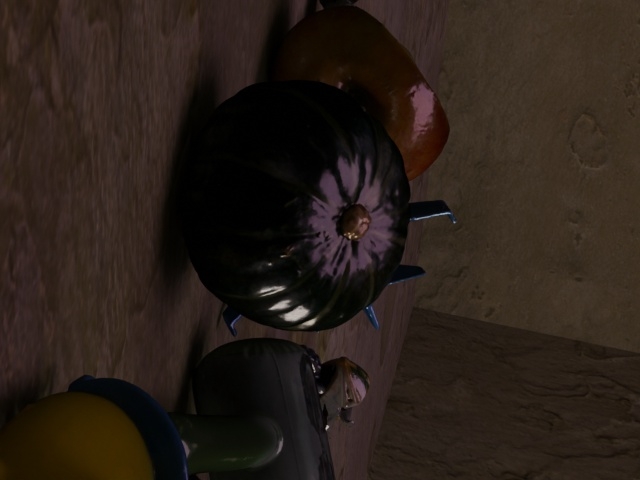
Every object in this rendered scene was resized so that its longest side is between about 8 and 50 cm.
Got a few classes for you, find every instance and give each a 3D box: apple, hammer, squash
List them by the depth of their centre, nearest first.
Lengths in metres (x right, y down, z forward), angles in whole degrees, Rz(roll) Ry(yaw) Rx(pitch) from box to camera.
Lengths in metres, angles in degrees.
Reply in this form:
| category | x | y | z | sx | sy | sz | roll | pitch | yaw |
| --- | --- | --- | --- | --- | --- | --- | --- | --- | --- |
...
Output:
| category | x | y | z | sx | sy | sz | roll | pitch | yaw |
| --- | --- | --- | --- | --- | --- | --- | --- | --- | --- |
| squash | -0.022 | -0.030 | 1.506 | 0.172 | 0.218 | 0.218 | 35 | -57 | 51 |
| hammer | -0.084 | 0.184 | 1.581 | 0.335 | 0.119 | 0.206 | 18 | 58 | -71 |
| apple | 0.034 | -0.137 | 1.785 | 0.195 | 0.160 | 0.173 | 55 | 13 | -5 |

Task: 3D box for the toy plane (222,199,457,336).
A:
| category | x | y | z | sx | sy | sz | roll | pitch | yaw |
| --- | --- | --- | --- | --- | --- | --- | --- | --- | --- |
| toy plane | 0.000 | 0.000 | 1.825 | 0.271 | 0.254 | 0.105 | 53 | -12 | 51 |

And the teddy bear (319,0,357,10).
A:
| category | x | y | z | sx | sy | sz | roll | pitch | yaw |
| --- | --- | --- | --- | --- | --- | --- | --- | --- | --- |
| teddy bear | 0.028 | -0.169 | 1.935 | 0.133 | 0.111 | 0.213 | 48 | 56 | -85 |

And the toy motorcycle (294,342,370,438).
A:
| category | x | y | z | sx | sy | sz | roll | pitch | yaw |
| --- | --- | --- | --- | --- | --- | --- | --- | --- | --- |
| toy motorcycle | -0.010 | 0.214 | 2.156 | 0.094 | 0.130 | 0.229 | -100 | -168 | -49 |

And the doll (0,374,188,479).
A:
| category | x | y | z | sx | sy | sz | roll | pitch | yaw |
| --- | --- | --- | --- | --- | --- | --- | --- | --- | --- |
| doll | -0.149 | 0.177 | 1.046 | 0.199 | 0.145 | 0.363 | 60 | 11 | -24 |

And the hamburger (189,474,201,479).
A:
| category | x | y | z | sx | sy | sz | roll | pitch | yaw |
| --- | --- | --- | --- | --- | --- | --- | --- | --- | --- |
| hamburger | -0.128 | 0.262 | 1.681 | 0.076 | 0.044 | 0.083 | 90 | 16 | -51 |

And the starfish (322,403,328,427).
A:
| category | x | y | z | sx | sy | sz | roll | pitch | yaw |
| --- | --- | --- | --- | --- | --- | --- | --- | --- | --- |
| starfish | -0.070 | 0.445 | 2.094 | 0.383 | 0.132 | 0.398 | 103 | -10 | -58 |
